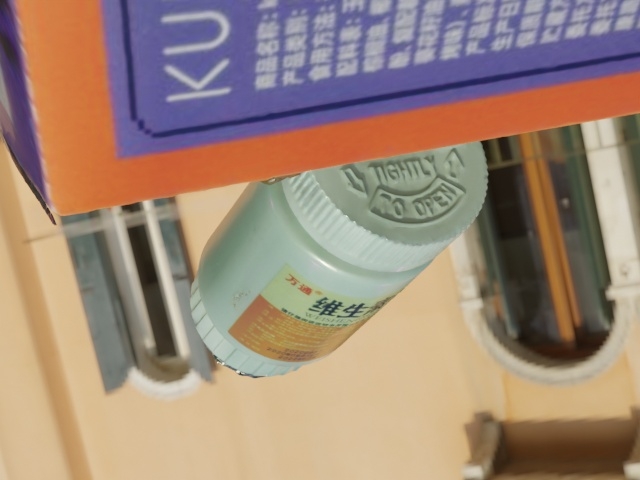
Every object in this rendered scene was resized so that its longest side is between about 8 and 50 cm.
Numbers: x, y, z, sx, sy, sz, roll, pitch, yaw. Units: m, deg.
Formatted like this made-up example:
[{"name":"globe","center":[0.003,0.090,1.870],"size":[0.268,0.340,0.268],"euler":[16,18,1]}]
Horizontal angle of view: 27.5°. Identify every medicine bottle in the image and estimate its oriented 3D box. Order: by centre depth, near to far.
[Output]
[{"name":"medicine bottle","center":[0.000,0.000,1.105],"size":[0.158,0.158,0.318],"euler":[-18,164,-31]}]

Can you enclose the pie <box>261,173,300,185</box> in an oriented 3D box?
[{"name":"pie","center":[-0.057,-0.283,0.661],"size":[0.395,0.418,0.180],"euler":[-52,-163,-10]}]

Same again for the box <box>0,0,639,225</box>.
[{"name":"box","center":[0.000,-0.244,0.332],"size":[0.257,0.318,0.348],"euler":[-12,143,-13]}]
